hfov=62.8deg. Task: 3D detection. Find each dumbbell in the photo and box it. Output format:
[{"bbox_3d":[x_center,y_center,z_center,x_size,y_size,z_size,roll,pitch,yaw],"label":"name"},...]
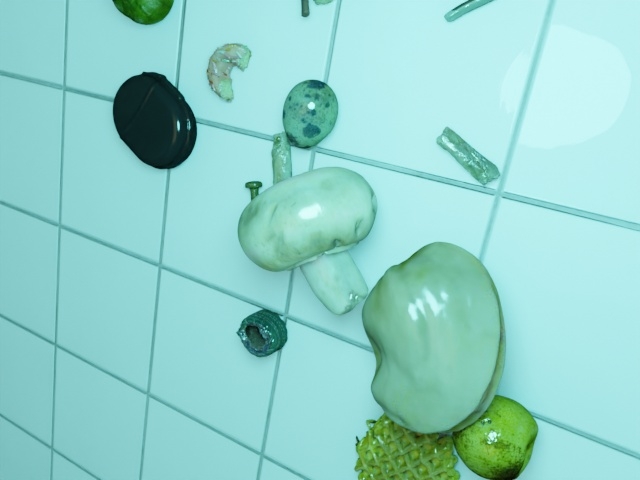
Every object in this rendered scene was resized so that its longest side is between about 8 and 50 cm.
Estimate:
[{"bbox_3d":[-0.189,-0.113,1.515,0.052,0.046,0.118,-1,100,22],"label":"dumbbell"}]

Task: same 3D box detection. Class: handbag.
[{"bbox_3d":[-0.508,-0.366,1.603,0.308,0.093,0.254,46,117,12],"label":"handbag"}]

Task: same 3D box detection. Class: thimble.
[{"bbox_3d":[-0.171,0.276,1.561,0.135,0.090,0.119,41,113,17],"label":"thimble"}]

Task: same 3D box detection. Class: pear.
[{"bbox_3d":[0.404,0.459,1.240,0.197,0.197,0.198,6,103,26],"label":"pear"}]

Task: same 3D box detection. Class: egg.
[{"bbox_3d":[-0.028,-0.319,1.340,0.141,0.141,0.182,33,122,18],"label":"egg"}]

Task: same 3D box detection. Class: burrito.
[{"bbox_3d":[0.341,-0.196,1.222,0.051,0.042,0.171,-44,83,-3],"label":"burrito"},{"bbox_3d":[-0.109,-0.206,1.455,0.058,0.045,0.189,7,105,33],"label":"burrito"}]

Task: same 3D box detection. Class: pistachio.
[{"bbox_3d":[0.253,0.223,1.220,0.365,0.281,0.446,16,99,47],"label":"pistachio"}]

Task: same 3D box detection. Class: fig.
[{"bbox_3d":[-0.533,-0.719,1.465,0.203,0.235,0.203,4,102,22],"label":"fig"}]

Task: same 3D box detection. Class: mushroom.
[{"bbox_3d":[-0.017,-0.028,1.312,0.325,0.352,0.354,-124,49,-58],"label":"mushroom"}]

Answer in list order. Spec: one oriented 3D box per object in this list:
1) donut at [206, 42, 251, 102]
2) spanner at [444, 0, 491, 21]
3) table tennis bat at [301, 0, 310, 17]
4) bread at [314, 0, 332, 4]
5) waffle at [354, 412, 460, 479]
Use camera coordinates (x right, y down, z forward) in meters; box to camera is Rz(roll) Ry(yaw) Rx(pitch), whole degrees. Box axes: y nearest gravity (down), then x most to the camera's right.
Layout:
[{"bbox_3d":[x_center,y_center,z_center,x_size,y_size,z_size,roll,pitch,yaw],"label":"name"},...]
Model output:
[{"bbox_3d":[-0.270,-0.485,1.471,0.117,0.065,0.166,37,113,16],"label":"donut"},{"bbox_3d":[0.404,-0.582,1.114,0.324,0.040,0.096,-19,92,30],"label":"spanner"},{"bbox_3d":[-0.080,-0.647,1.285,0.107,0.119,0.170,-12,80,49],"label":"table tennis bat"},{"bbox_3d":[0.038,-0.665,1.278,0.154,0.054,0.136,-11,93,35],"label":"bread"},{"bbox_3d":[0.229,0.611,1.438,0.328,0.062,0.330,6,104,27],"label":"waffle"}]
